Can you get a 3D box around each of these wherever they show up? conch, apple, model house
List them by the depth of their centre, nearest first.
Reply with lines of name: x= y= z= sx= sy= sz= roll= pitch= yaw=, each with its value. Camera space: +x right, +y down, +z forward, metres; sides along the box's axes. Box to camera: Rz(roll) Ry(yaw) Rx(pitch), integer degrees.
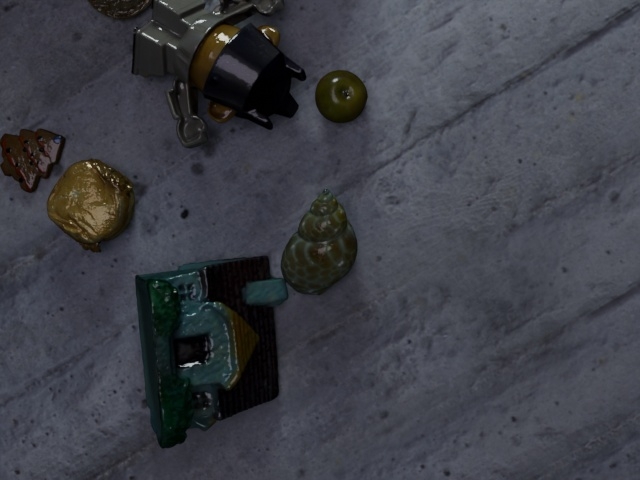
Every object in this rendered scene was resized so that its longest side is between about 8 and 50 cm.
model house: x=-0.164 y=0.175 z=1.407 sx=0.249 sy=0.230 sz=0.280 roll=-6 pitch=94 yaw=-17
conch: x=0.003 y=0.015 z=1.413 sx=0.116 sy=0.106 sz=0.173 roll=38 pitch=94 yaw=4
apple: x=0.036 y=-0.242 z=1.419 sx=0.090 sy=0.074 sz=0.089 roll=0 pitch=88 yaw=-13

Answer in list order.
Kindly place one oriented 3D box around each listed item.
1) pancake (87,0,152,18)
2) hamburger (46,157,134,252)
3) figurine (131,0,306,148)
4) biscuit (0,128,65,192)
pancake: x=-0.349 y=-0.463 z=1.486 sx=0.152 sy=0.025 sz=0.151 roll=0 pitch=91 yaw=8
hamburger: x=-0.397 y=-0.062 z=1.478 sx=0.138 sy=0.083 sz=0.147 roll=34 pitch=94 yaw=9
figurine: x=-0.168 y=-0.297 z=1.411 sx=0.309 sy=0.143 sz=0.308 roll=6 pitch=105 yaw=22
biscuit: x=-0.517 y=-0.156 z=1.521 sx=0.130 sy=0.019 sz=0.119 roll=-29 pitch=88 yaw=7
